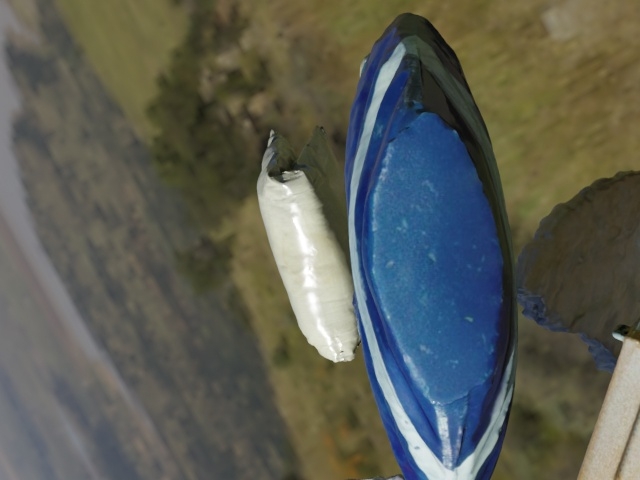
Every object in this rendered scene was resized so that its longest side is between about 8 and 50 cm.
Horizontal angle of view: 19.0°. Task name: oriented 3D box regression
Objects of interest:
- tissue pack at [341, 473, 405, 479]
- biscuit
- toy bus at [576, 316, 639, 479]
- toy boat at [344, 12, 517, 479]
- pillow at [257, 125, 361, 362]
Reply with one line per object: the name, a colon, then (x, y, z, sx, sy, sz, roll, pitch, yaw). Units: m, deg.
tissue pack: (0.068, 0.339, 1.072, 0.394, 0.124, 0.288, 54, -151, -51)
biscuit: (0.207, 0.021, 1.304, 0.032, 0.133, 0.250, 25, 174, 37)
toy bus: (0.180, 0.117, 0.987, 0.091, 0.103, 0.182, 23, 115, 17)
toy boat: (0.048, 0.042, 0.883, 0.292, 0.070, 0.210, 89, 179, -56)
pillow: (0.000, 0.000, 1.584, 0.134, 0.077, 0.181, -69, -38, -71)
